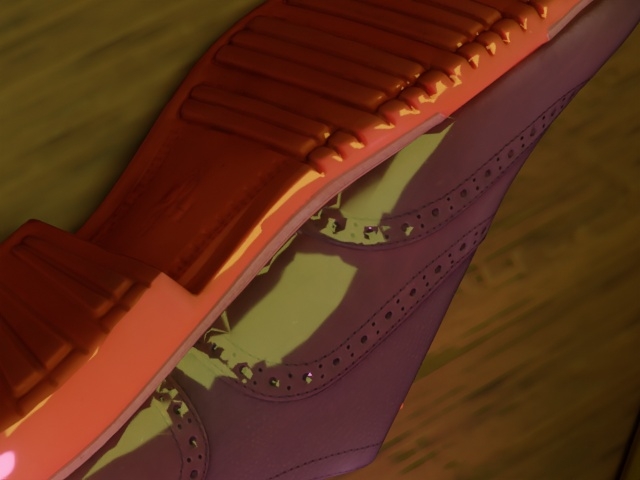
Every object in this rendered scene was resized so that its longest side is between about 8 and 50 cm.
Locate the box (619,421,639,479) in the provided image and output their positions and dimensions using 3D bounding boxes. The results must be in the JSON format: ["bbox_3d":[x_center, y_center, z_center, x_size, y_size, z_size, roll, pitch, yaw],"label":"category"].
[{"bbox_3d":[0.239,0.138,0.587,0.279,0.177,0.290,25,80,-19],"label":"box"}]

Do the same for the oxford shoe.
[{"bbox_3d":[0.000,0.000,0.555,0.271,0.097,0.098,-40,123,-13],"label":"oxford shoe"}]
